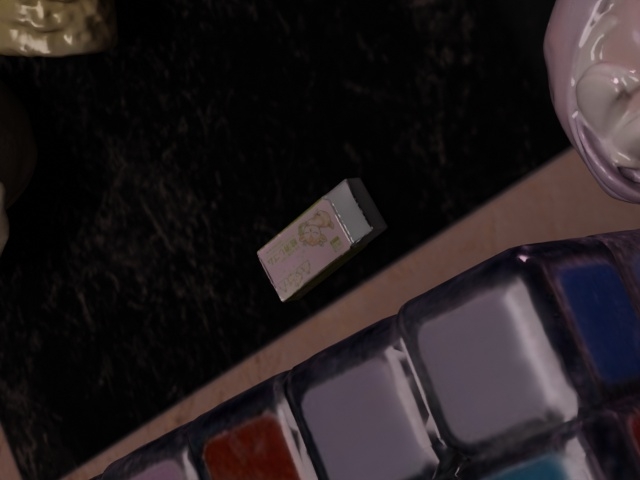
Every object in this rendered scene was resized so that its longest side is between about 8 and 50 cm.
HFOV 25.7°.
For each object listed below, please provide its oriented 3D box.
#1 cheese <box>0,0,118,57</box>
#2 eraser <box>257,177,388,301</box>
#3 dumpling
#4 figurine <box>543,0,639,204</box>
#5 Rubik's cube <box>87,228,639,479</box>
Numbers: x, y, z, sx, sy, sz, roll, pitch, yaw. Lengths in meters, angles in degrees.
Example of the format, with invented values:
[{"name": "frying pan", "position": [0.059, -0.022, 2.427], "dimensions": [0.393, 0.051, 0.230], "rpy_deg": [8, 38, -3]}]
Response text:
[{"name": "cheese", "position": [-0.175, -0.202, 0.877], "dimensions": [0.123, 0.094, 0.167], "rpy_deg": [23, 121, 58]}, {"name": "eraser", "position": [0.000, 0.000, 0.825], "dimensions": [0.083, 0.019, 0.038], "rpy_deg": [-38, 70, 34]}, {"name": "dumpling", "position": [-0.261, -0.048, 0.966], "dimensions": [0.216, 0.126, 0.166], "rpy_deg": [16, 120, 33]}, {"name": "figurine", "position": [0.194, -0.127, 0.593], "dimensions": [0.200, 0.133, 0.276], "rpy_deg": [33, 113, -1]}, {"name": "Rubik's cube", "position": [0.100, 0.173, 0.594], "dimensions": [0.287, 0.293, 0.291], "rpy_deg": [-31, 74, 36]}]
